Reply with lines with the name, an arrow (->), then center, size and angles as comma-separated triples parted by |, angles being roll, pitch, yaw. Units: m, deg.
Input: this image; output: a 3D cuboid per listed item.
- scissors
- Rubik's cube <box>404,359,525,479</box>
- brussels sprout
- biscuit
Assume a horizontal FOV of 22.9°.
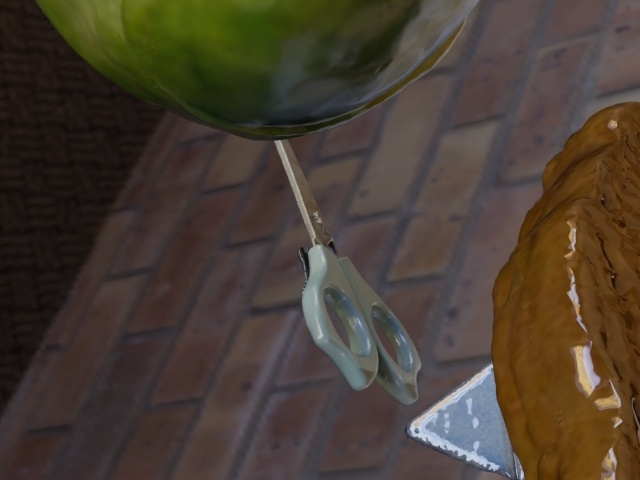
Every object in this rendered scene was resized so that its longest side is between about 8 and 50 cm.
scissors -> -0.001, 0.001, 1.589 | 0.191, 0.029, 0.360 | 20, 40, -56
Rubik's cube -> 0.251, 0.142, 1.291 | 0.228, 0.233, 0.229 | 52, 48, -18
brussels sprout -> -0.027, -0.250, 1.253 | 0.342, 0.425, 0.361 | 50, 34, -45
biscuit -> 0.196, 0.102, 0.631 | 0.359, 0.074, 0.381 | 18, 38, -39
